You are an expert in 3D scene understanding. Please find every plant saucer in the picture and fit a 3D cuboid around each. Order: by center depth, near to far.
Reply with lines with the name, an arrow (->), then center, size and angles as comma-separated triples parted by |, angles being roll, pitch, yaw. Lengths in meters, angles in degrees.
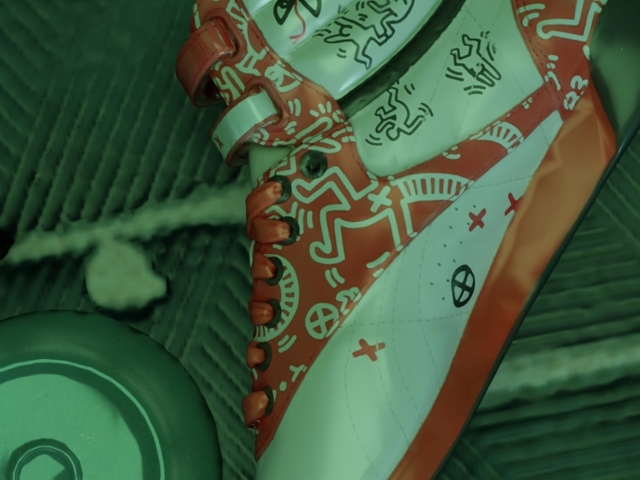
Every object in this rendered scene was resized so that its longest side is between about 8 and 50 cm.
plant saucer -> -0.095, 0.083, 0.563 | 0.119, 0.021, 0.119 | 0, 85, 2

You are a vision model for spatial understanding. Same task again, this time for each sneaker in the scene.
sneaker -> 0.000, 0.000, 0.535 | 0.145, 0.090, 0.270 | 30, 83, 6

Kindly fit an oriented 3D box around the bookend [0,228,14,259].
bookend -> -0.221, 0.010, 0.549 | 0.157, 0.072, 0.156 | 37, 86, 6
